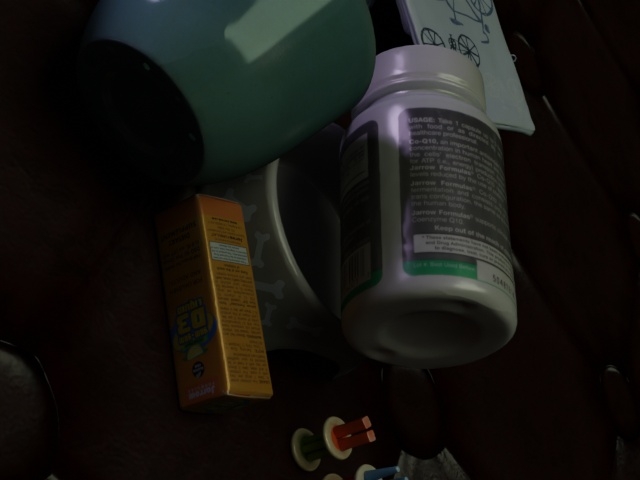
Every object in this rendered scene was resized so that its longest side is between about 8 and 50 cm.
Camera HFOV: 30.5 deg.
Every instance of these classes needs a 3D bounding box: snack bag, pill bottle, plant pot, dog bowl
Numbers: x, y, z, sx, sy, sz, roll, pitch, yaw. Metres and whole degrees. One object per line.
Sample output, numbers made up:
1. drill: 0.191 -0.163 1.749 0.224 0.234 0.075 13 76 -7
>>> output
1. snack bag: 0.229 -0.329 1.935 0.323 0.037 0.343 -2 71 -53
2. pill bottle: 0.124 -0.046 1.420 0.204 0.204 0.361 32 47 -41
3. plant pot: -0.125 -0.199 1.291 0.235 0.293 0.293 -44 108 -35
4. dog bowl: 0.000 0.000 1.496 0.348 0.102 0.349 32 46 -40

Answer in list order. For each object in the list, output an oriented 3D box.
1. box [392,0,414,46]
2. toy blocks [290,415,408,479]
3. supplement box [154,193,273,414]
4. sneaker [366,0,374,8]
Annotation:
1. box: 0.218 -0.429 2.081 0.257 0.079 0.322 8 64 -54
2. toy blocks: 0.035 0.256 1.347 0.054 0.148 0.123 35 45 -39
3. supplement box: -0.121 0.071 1.305 0.080 0.078 0.233 11 62 -52
4. sneaker: -0.031 -0.467 1.729 0.323 0.130 0.236 50 27 -16
